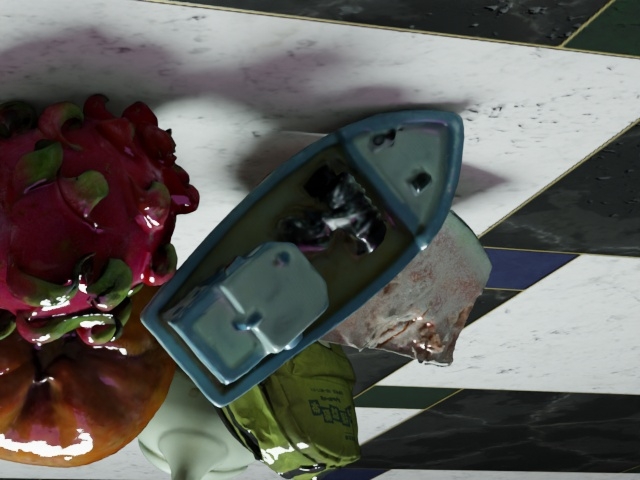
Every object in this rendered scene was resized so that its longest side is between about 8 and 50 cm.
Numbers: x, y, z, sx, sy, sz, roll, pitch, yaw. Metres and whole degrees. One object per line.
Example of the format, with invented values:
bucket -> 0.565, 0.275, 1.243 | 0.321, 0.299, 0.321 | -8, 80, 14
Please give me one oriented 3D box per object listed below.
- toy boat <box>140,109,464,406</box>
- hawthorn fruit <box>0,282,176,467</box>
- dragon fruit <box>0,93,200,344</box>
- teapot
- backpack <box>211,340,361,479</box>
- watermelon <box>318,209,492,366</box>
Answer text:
toy boat -> 0.000, 0.000, 1.449 | 0.332, 0.145, 0.133 | -42, -170, -13
hawthorn fruit -> -0.287, 0.086, 1.649 | 0.277, 0.277, 0.298 | 5, 178, -23
dragon fruit -> -0.241, -0.012, 1.421 | 0.272, 0.218, 0.198 | -10, -155, 34
teapot -> -0.199, 0.203, 2.068 | 0.318, 0.149, 0.220 | 25, -162, 31
backpack -> -0.050, 0.163, 1.897 | 0.140, 0.253, 0.207 | -34, 153, 20
watermelon -> 0.010, 0.033, 1.623 | 0.305, 0.180, 0.224 | 9, 148, -37
